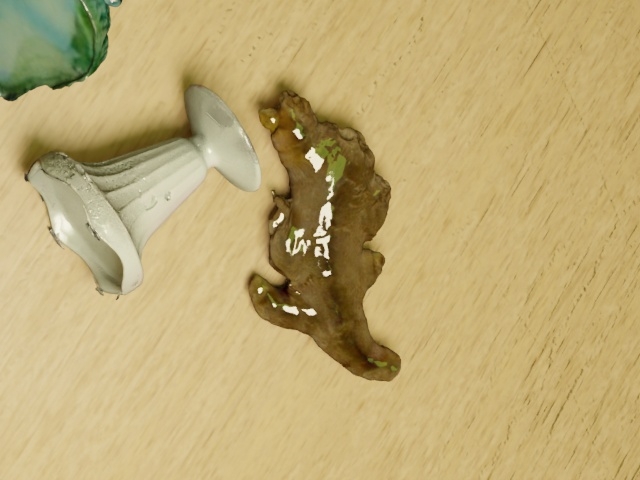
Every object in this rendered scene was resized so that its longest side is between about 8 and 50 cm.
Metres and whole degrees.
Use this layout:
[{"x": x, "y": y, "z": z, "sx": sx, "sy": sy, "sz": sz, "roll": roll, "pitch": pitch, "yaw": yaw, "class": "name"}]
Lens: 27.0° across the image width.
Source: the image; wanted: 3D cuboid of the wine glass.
[{"x": -0.172, "y": -0.058, "z": 1.340, "sx": 0.196, "sy": 0.165, "sz": 0.165, "roll": -36, "pitch": 109, "yaw": -18, "class": "wine glass"}]

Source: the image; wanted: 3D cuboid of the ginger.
[{"x": 0.000, "y": -0.002, "z": 1.462, "sx": 0.166, "sy": 0.080, "sz": 0.333, "roll": -4, "pitch": 106, "yaw": -7, "class": "ginger"}]

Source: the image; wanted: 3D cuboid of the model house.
[{"x": -0.258, "y": -0.303, "z": 1.259, "sx": 0.241, "sy": 0.226, "sz": 0.261, "roll": -49, "pitch": 117, "yaw": -42, "class": "model house"}]
